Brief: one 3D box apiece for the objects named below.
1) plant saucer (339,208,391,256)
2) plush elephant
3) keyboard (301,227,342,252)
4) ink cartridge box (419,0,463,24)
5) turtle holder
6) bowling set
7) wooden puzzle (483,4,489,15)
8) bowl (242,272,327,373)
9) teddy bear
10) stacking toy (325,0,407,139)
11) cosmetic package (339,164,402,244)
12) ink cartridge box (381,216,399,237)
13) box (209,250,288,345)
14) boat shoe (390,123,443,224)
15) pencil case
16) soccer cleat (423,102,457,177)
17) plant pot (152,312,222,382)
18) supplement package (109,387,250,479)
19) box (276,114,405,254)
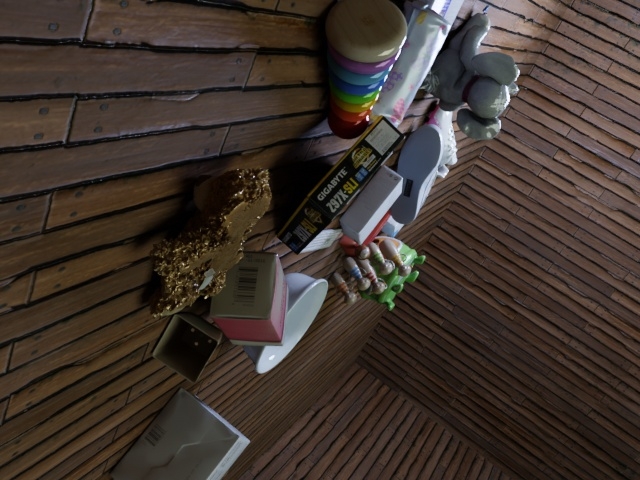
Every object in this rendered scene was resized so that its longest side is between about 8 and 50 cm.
[{"bbox_3d":[0.174,-0.057,2.079,0.258,0.048,0.259,-54,163,-6],"label":"plant saucer"},{"bbox_3d":[0.448,-0.449,1.697,0.330,0.255,0.271,-40,158,-42],"label":"plush elephant"},{"bbox_3d":[0.000,0.000,1.751,0.072,0.014,0.256,-60,163,15],"label":"keyboard"},{"bbox_3d":[0.288,-0.565,1.388,0.206,0.045,0.208,-31,153,-54],"label":"ink cartridge box"},{"bbox_3d":[0.245,0.115,2.302,0.243,0.227,0.320,-54,165,-9],"label":"turtle holder"},{"bbox_3d":[0.164,0.108,2.053,0.287,0.154,0.200,-36,163,3],"label":"bowling set"},{"bbox_3d":[0.489,-0.660,1.835,0.078,0.014,0.116,-46,162,-29],"label":"wooden puzzle"},{"bbox_3d":[-0.120,0.193,1.575,0.298,0.134,0.298,-49,162,-22],"label":"bowl"},{"bbox_3d":[-0.206,0.002,1.039,0.245,0.113,0.338,-34,162,-35],"label":"teddy bear"},{"bbox_3d":[0.071,-0.303,1.148,0.141,0.141,0.330,-49,167,-21],"label":"stacking toy"},{"bbox_3d":[0.160,-0.110,1.869,0.231,0.085,0.117,-50,163,-12],"label":"cosmetic package"},{"bbox_3d":[0.321,-0.109,2.371,0.180,0.060,0.104,-49,162,-20],"label":"ink cartridge box"},{"bbox_3d":[-0.146,0.131,1.288,0.232,0.127,0.148,82,12,-67],"label":"box"},{"bbox_3d":[0.343,-0.235,2.011,0.156,0.136,0.367,-44,150,-51],"label":"boat shoe"},{"bbox_3d":[0.173,-0.382,1.306,0.124,0.113,0.273,10,117,-42],"label":"pencil case"},{"bbox_3d":[0.424,-0.344,2.044,0.116,0.143,0.331,-48,162,-25],"label":"soccer cleat"},{"bbox_3d":[-0.269,0.216,1.258,0.109,0.109,0.096,-59,176,11],"label":"plant pot"},{"bbox_3d":[-0.347,0.545,1.497,0.262,0.204,0.145,-51,163,-16],"label":"supplement package"},{"bbox_3d":[0.034,-0.112,1.338,0.257,0.079,0.322,-51,-177,-20],"label":"box"}]
